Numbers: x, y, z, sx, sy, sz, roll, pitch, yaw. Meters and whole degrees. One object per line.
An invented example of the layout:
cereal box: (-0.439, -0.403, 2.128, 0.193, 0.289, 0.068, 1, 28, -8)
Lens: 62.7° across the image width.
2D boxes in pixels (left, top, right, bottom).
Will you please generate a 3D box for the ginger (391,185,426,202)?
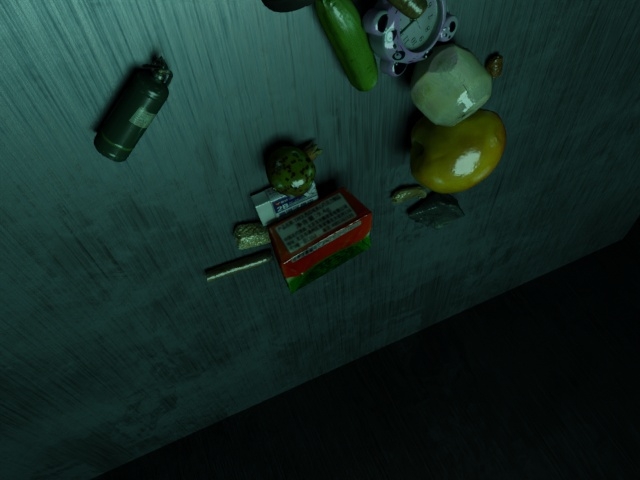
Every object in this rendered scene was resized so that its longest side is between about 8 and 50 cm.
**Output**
ginger: (0.357, -0.182, 2.062, 0.173, 0.051, 0.069, -6, 144, -28)

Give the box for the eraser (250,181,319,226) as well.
eraser: (-0.117, -0.138, 1.755, 0.210, 0.068, 0.124, -25, 150, -6)

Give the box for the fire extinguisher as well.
fire extinguisher: (-0.434, -0.325, 1.257, 0.294, 0.093, 0.118, -46, 169, 24)

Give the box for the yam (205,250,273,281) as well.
yam: (-0.298, 0.094, 1.950, 0.263, 0.046, 0.046, -19, 146, -15)

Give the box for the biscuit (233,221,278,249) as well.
biscuit: (-0.220, -0.023, 1.832, 0.168, 0.070, 0.082, -12, 153, -27)

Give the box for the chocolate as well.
chocolate: (0.000, 0.000, 1.870, 0.360, 0.161, 0.341, -30, 159, -9)

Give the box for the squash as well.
squash: (0.071, -0.522, 1.355, 0.101, 0.101, 0.379, -34, 145, 7)

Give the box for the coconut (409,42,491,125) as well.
coconut: (0.378, -0.467, 1.557, 0.227, 0.230, 0.227, -37, 175, -4)

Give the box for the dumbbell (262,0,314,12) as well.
dumbbell: (-0.104, -0.615, 1.028, 0.185, 0.185, 0.388, -34, 146, 8)

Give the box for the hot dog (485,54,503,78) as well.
hot dog: (0.570, -0.569, 1.713, 0.058, 0.035, 0.083, -27, 147, -2)

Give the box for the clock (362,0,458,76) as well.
clock: (0.230, -0.567, 1.353, 0.248, 0.090, 0.228, -45, 136, -8)

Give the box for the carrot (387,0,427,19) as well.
carrot: (0.105, -0.622, 1.188, 0.342, 0.070, 0.070, 28, 121, -21)

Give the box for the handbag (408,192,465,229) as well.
handbag: (0.495, -0.118, 2.232, 0.175, 0.089, 0.270, -37, 147, 27)

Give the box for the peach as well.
peach: (0.458, -0.301, 1.745, 0.307, 0.289, 0.289, -3, 142, -5)

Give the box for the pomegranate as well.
pomegranate: (-0.076, -0.223, 1.609, 0.205, 0.159, 0.159, -48, 153, -23)
